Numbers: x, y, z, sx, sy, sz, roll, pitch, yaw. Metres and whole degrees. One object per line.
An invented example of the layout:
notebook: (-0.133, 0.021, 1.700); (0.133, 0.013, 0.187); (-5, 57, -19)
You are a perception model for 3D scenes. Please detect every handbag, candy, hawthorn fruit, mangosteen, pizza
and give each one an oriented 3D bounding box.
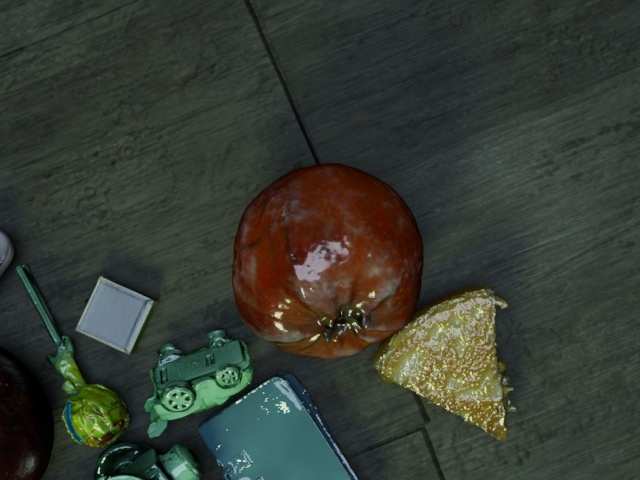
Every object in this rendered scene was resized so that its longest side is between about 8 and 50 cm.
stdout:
handbag: (-0.044, 0.290, 1.168); (0.144, 0.057, 0.221); (-32, 87, 2)
candy: (-0.330, 0.145, 1.177); (0.077, 0.073, 0.262); (-35, 79, 25)
hawthorn fruit: (0.000, 0.000, 1.121); (0.242, 0.242, 0.271); (-14, 56, -1)
mangosteen: (-0.453, 0.250, 1.107); (0.235, 0.235, 0.261); (40, 126, 3)
pizza: (0.182, 0.167, 1.173); (0.188, 0.062, 0.198); (-31, 93, 11)

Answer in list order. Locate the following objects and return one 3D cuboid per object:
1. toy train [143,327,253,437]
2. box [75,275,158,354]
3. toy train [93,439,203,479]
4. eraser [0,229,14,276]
toy train: (-0.157, 0.180, 1.161); (0.149, 0.099, 0.081); (-17, 120, -8)
box: (-0.264, 0.095, 1.188); (0.083, 0.035, 0.079); (24, 87, 1)
toy train: (-0.269, 0.414, 1.120); (0.369, 0.150, 0.237); (-37, 95, -2)
eraser: (-0.506, 0.053, 1.175); (0.243, 0.059, 0.204); (-21, 73, -5)
